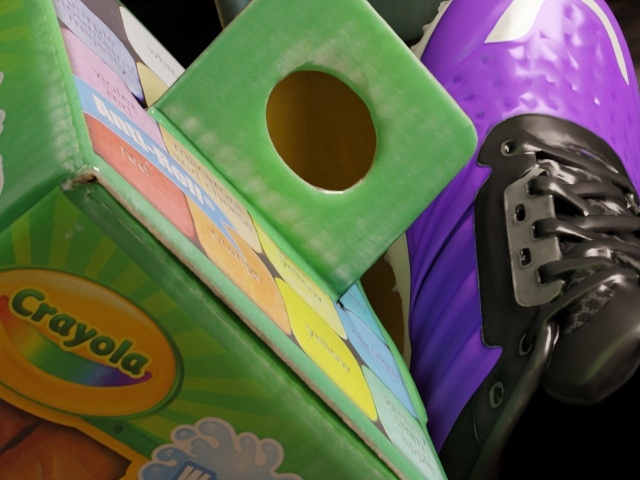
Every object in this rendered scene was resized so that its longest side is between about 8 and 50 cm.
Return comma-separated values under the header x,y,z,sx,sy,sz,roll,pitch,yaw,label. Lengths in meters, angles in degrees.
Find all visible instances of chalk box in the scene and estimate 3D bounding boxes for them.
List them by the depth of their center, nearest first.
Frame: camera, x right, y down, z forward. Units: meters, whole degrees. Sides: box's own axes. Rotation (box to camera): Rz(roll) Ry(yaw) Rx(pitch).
x,y,z,sx,sy,sz,roll,pitch,yaw,label
-0.082,0.041,0.580,0.289,0.180,0.179,-39,31,10,chalk box

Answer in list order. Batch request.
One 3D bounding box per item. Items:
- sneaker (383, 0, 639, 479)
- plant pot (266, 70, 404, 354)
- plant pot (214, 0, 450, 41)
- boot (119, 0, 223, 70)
x,y,z,sx,sy,sz,roll,pitch,yaw,label
0.083,0.026,0.639,0.146,0.102,0.293,-33,44,60,sneaker
0.000,0.000,0.787,0.134,0.095,0.134,-11,43,11,plant pot
0.109,-0.253,0.855,0.334,0.341,0.341,-7,43,5,plant pot
-0.101,-0.202,0.870,0.094,0.207,0.246,-13,82,-1,boot
